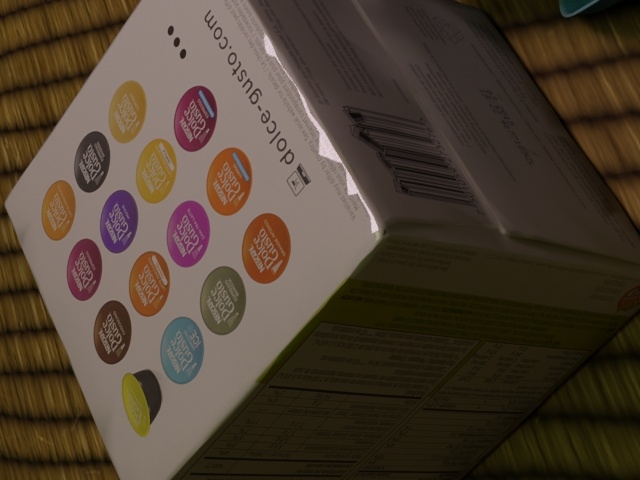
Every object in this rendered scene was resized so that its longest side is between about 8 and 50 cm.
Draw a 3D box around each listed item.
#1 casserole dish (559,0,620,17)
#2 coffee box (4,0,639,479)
[{"bbox_3d":[0.232,-0.241,1.305,0.188,0.037,0.114,176,100,-83],"label":"casserole dish"},{"bbox_3d":[0.000,0.000,1.345,0.334,0.338,0.338,-49,52,30],"label":"coffee box"}]
